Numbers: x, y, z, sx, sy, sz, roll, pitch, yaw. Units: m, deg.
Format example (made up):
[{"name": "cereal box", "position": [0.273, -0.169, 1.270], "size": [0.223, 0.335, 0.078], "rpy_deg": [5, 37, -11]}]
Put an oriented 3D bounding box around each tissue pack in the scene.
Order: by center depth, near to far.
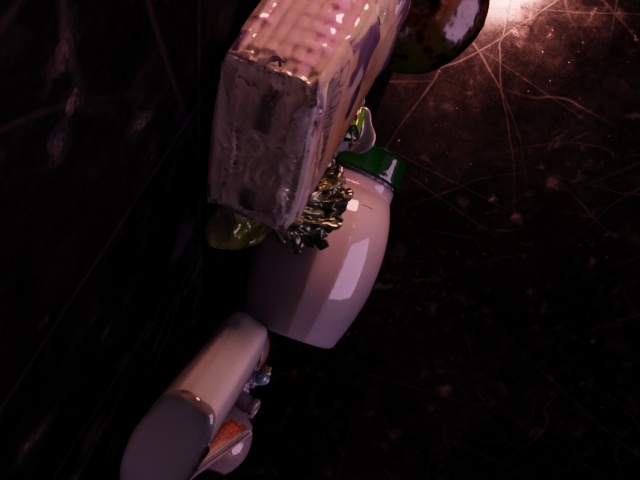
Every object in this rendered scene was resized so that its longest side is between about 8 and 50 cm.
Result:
[{"name": "tissue pack", "position": [-0.004, -0.202, 0.847], "size": [0.242, 0.125, 0.343], "rpy_deg": [109, 8, -55]}]

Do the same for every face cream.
[{"name": "face cream", "position": [0.000, 0.000, 1.334], "size": [0.312, 0.220, 0.356], "rpy_deg": [165, -55, -80]}]

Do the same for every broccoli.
[{"name": "broccoli", "position": [-0.067, -0.041, 1.048], "size": [0.304, 0.146, 0.164], "rpy_deg": [-27, 138, -65]}]

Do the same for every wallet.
[{"name": "wallet", "position": [-0.202, 0.340, 1.140], "size": [0.197, 0.020, 0.103], "rpy_deg": [-33, -170, -21]}]

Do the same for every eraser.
[{"name": "eraser", "position": [-0.181, 0.240, 1.128], "size": [0.189, 0.104, 0.290], "rpy_deg": [-60, 179, 20]}]

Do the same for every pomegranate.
[{"name": "pomegranate", "position": [0.144, -0.410, 1.265], "size": [0.242, 0.243, 0.306], "rpy_deg": [-68, -152, 17]}]

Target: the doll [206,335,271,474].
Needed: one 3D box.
[{"name": "doll", "position": [-0.170, 0.276, 1.373], "size": [0.151, 0.151, 0.287], "rpy_deg": [103, 5, -70]}]

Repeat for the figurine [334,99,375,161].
[{"name": "figurine", "position": [0.018, -0.204, 1.160], "size": [0.126, 0.147, 0.192], "rpy_deg": [-38, 141, -53]}]
